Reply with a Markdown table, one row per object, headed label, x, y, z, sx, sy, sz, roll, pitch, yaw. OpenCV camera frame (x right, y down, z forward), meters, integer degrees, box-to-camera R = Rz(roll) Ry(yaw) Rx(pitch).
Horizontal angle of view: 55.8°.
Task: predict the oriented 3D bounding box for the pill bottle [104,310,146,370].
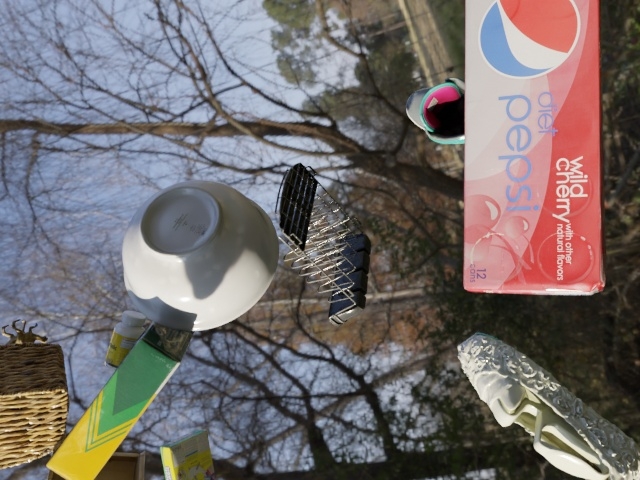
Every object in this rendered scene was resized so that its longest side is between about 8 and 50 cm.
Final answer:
| label | x | y | z | sx | sy | sz | roll | pitch | yaw |
| --- | --- | --- | --- | --- | --- | --- | --- | --- | --- |
| pill bottle | -0.398 | 0.207 | 1.246 | 0.065 | 0.065 | 0.116 | -2 | -70 | -76 |

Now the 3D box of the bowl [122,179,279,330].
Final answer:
| label | x | y | z | sx | sy | sz | roll | pitch | yaw |
| --- | --- | --- | --- | --- | --- | --- | --- | --- | --- |
| bowl | -0.229 | -0.002 | 1.070 | 0.134 | 0.297 | 0.298 | 76 | -173 | -59 |

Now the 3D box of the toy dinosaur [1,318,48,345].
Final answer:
| label | x | y | z | sx | sy | sz | roll | pitch | yaw |
| --- | --- | --- | --- | --- | --- | --- | --- | --- | --- |
| toy dinosaur | -0.797 | 0.259 | 1.592 | 0.183 | 0.053 | 0.093 | -19 | -97 | -57 |

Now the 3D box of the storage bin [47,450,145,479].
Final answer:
| label | x | y | z | sx | sy | sz | roll | pitch | yaw |
| --- | --- | --- | --- | --- | --- | --- | --- | --- | --- |
| storage bin | -0.657 | 0.730 | 1.750 | 0.260 | 0.262 | 0.123 | -101 | 30 | -44 |

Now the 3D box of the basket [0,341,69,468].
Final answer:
| label | x | y | z | sx | sy | sz | roll | pitch | yaw |
| --- | --- | --- | --- | --- | --- | --- | --- | --- | --- |
| basket | -0.751 | 0.383 | 1.406 | 0.223 | 0.299 | 0.214 | 40 | 124 | 55 |

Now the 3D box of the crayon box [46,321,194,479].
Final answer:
| label | x | y | z | sx | sy | sz | roll | pitch | yaw |
| --- | --- | --- | --- | --- | --- | --- | --- | --- | --- |
| crayon box | -0.363 | 0.294 | 1.087 | 0.083 | 0.323 | 0.203 | 36 | -178 | -8 |

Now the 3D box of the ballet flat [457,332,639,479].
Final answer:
| label | x | y | z | sx | sy | sz | roll | pitch | yaw |
| --- | --- | --- | --- | --- | --- | --- | --- | --- | --- |
| ballet flat | 0.425 | 0.335 | 1.172 | 0.409 | 0.147 | 0.147 | 35 | 177 | 23 |

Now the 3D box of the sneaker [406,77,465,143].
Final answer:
| label | x | y | z | sx | sy | sz | roll | pitch | yaw |
| --- | --- | --- | --- | --- | --- | --- | --- | --- | --- |
| sneaker | 0.241 | -0.255 | 1.192 | 0.178 | 0.295 | 0.124 | 9 | -75 | -43 |

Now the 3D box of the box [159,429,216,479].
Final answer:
| label | x | y | z | sx | sy | sz | roll | pitch | yaw |
| --- | --- | --- | --- | --- | --- | --- | --- | --- | --- |
| box | -0.282 | 0.519 | 1.322 | 0.105 | 0.043 | 0.179 | -11 | -91 | -49 |

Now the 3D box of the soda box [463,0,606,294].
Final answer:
| label | x | y | z | sx | sy | sz | roll | pitch | yaw |
| --- | --- | --- | --- | --- | --- | --- | --- | --- | --- |
| soda box | 0.154 | -0.093 | 0.438 | 0.083 | 0.092 | 0.263 | 9 | -99 | -66 |

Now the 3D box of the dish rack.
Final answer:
| label | x | y | z | sx | sy | sz | roll | pitch | yaw |
| --- | --- | --- | --- | --- | --- | --- | --- | --- | --- |
| dish rack | 0.000 | 0.000 | 1.104 | 0.271 | 0.074 | 0.208 | 47 | -145 | -32 |
